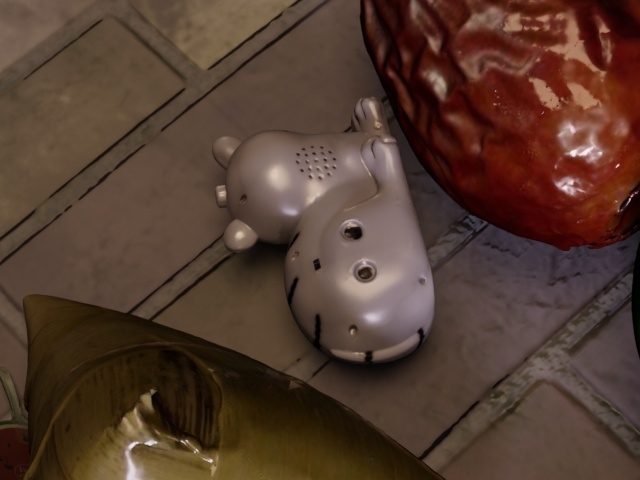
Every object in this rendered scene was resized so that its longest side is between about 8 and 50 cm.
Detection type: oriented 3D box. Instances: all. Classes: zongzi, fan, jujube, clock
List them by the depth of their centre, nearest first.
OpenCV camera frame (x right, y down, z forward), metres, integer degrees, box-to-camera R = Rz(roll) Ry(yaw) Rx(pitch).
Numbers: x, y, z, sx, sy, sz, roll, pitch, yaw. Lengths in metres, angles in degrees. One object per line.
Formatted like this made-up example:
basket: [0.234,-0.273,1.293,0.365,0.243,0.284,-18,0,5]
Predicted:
zongzi: [-0.042,0.127,1.006,0.274,0.300,0.145,24,101,-20]
fan: [-0.178,0.124,1.035,0.085,0.005,0.133,12,37,-33]
jujube: [0.124,-0.105,1.055,0.183,0.183,0.243,-34,60,-13]
clock: [0.000,0.000,1.066,0.117,0.080,0.176,-13,62,-4]

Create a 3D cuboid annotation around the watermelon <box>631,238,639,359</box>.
watermelon: [0.293,0.028,0.950,0.242,0.242,0.242,-1,63,3]
